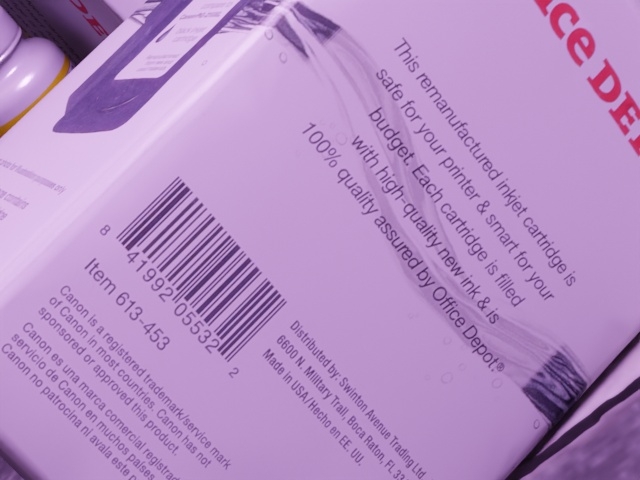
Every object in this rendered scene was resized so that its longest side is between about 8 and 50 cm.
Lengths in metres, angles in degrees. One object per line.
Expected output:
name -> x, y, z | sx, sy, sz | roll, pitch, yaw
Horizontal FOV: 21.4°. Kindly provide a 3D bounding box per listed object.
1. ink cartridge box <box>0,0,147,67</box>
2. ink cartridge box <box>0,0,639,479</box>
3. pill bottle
ink cartridge box -> -0.146, -0.186, 0.937 | 0.131, 0.226, 0.306 | -49, 31, -16
ink cartridge box -> 0.000, 0.000, 0.544 | 0.237, 0.172, 0.100 | -46, 28, -13
pill bottle -> -0.144, -0.062, 0.867 | 0.065, 0.116, 0.065 | -29, 29, 18
